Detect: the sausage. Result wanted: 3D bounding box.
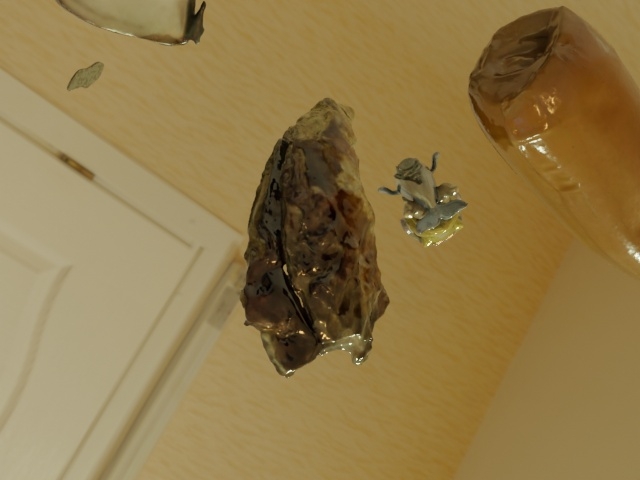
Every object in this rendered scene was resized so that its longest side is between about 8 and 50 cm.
[{"bbox_3d":[0.265,-0.059,0.768,0.116,0.354,0.134,-8,-127,44],"label":"sausage"}]

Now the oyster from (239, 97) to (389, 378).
[{"bbox_3d":[0.009,-0.001,0.889,0.100,0.271,0.275,-11,-165,27],"label":"oyster"}]

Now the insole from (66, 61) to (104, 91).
[{"bbox_3d":[-0.481,-0.337,1.730,0.065,0.006,0.193,-56,-174,16],"label":"insole"}]

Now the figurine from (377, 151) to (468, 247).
[{"bbox_3d":[0.189,-0.063,1.480,0.128,0.184,0.208,-30,-156,4],"label":"figurine"}]

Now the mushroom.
[{"bbox_3d":[-0.428,-0.534,1.571,0.397,0.313,0.224,41,-56,42],"label":"mushroom"}]
